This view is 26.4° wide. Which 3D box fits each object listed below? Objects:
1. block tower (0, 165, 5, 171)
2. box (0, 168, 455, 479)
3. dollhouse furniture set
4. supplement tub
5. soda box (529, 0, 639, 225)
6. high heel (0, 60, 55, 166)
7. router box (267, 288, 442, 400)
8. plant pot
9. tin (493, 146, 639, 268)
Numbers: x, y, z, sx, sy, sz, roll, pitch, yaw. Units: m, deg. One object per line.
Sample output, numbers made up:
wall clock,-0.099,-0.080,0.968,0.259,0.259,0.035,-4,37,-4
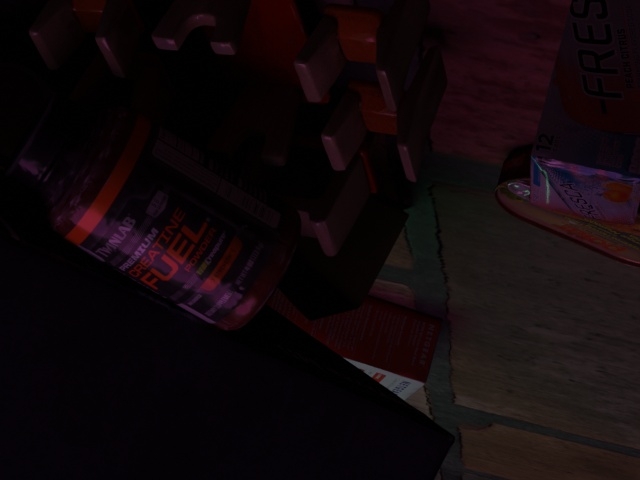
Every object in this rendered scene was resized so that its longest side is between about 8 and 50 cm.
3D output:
block tower,-0.406,-0.056,1.497,0.097,0.091,0.335,5,159,29
box,-0.233,0.135,1.203,0.480,0.297,0.472,27,-178,-33
dollhouse furniture set,-0.034,-0.116,0.998,0.262,0.135,0.259,9,149,22
supplement tub,-0.119,-0.024,0.960,0.198,0.106,0.106,31,158,-17
soda box,0.157,-0.104,0.713,0.058,0.183,0.063,12,160,13
high heel,-0.278,-0.087,1.289,0.261,0.093,0.186,17,161,-21
router box,-0.036,0.129,1.720,0.301,0.082,0.335,18,162,-5
plant pot,0.000,0.000,1.293,0.096,0.109,0.109,36,156,-17
tin,0.232,-0.024,1.115,0.190,0.040,0.106,22,157,-16
